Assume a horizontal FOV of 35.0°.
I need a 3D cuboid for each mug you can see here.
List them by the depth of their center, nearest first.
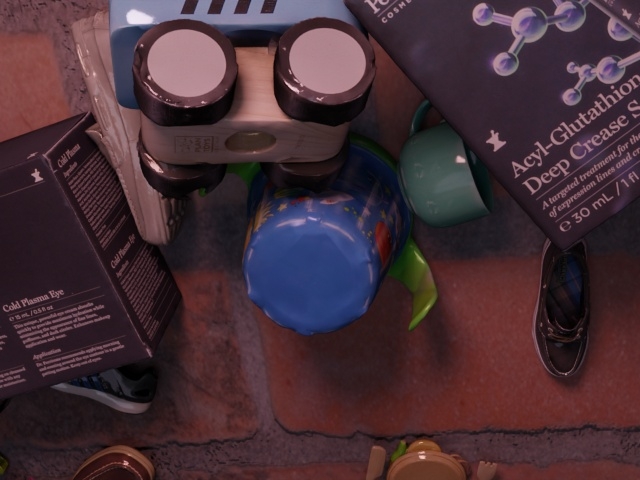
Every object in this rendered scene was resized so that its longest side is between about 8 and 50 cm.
[{"bbox_3d":[0.155,-0.092,1.310,0.097,0.158,0.129,-18,136,19],"label":"mug"}]

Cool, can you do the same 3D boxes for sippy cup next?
[{"bbox_3d":[0.000,0.000,1.312,0.305,0.224,0.240,1,115,8],"label":"sippy cup"}]

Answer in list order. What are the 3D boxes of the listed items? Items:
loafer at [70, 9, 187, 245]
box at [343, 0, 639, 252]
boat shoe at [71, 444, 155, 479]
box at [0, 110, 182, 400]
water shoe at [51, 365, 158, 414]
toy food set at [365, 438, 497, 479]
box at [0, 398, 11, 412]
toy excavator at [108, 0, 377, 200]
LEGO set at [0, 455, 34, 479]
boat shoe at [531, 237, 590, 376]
[{"bbox_3d":[-0.253,-0.145,1.350,0.111,0.112,0.319,-4,107,16],"label":"loafer"},{"bbox_3d":[0.258,-0.243,1.140,0.293,0.212,0.395,-39,109,18],"label":"box"},{"bbox_3d":[-0.395,0.466,1.648,0.123,0.123,0.342,43,114,-12],"label":"boat shoe"},{"bbox_3d":[-0.422,0.034,1.415,0.343,0.179,0.312,-16,114,15],"label":"box"},{"bbox_3d":[-0.347,0.196,1.553,0.203,0.073,0.080,21,98,-8],"label":"water shoe"},{"bbox_3d":[0.165,0.360,1.568,0.192,0.038,0.132,9,123,-2],"label":"toy food set"},{"bbox_3d":[-0.543,0.245,1.517,0.114,0.207,0.036,27,102,-5],"label":"box"},{"bbox_3d":[-0.167,-0.291,1.169,0.433,0.445,0.222,-2,157,-8],"label":"toy excavator"},{"bbox_3d":[-0.568,0.393,1.660,0.093,0.087,0.227,-39,103,22],"label":"LEGO set"},{"bbox_3d":[0.335,0.099,1.390,0.080,0.076,0.228,3,116,7],"label":"boat shoe"}]
